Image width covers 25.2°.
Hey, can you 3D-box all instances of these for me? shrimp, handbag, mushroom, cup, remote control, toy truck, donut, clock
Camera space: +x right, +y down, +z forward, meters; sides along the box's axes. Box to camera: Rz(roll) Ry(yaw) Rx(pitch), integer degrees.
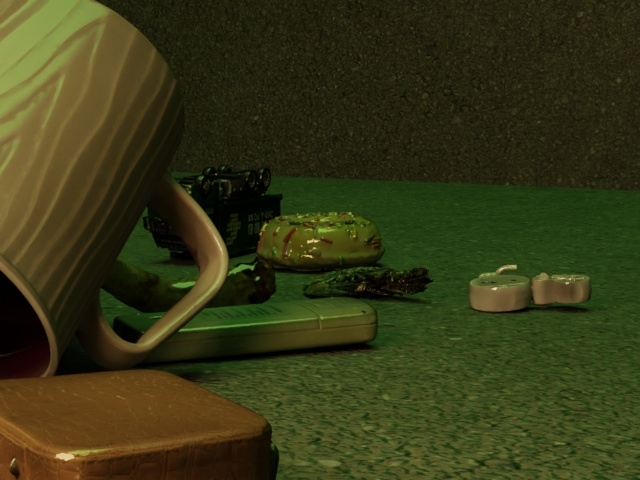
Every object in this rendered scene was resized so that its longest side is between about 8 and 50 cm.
[{"bbox_3d":[0.049,0.052,1.593,0.161,0.034,0.091,-3,15,38],"label":"shrimp"},{"bbox_3d":[-0.111,0.121,0.782,0.151,0.072,0.193,-4,6,-30],"label":"handbag"},{"bbox_3d":[-0.220,0.036,1.347,0.302,0.233,0.208,42,14,-8],"label":"mushroom"},{"bbox_3d":[-0.218,-0.032,1.105,0.288,0.208,0.273,19,49,9],"label":"cup"},{"bbox_3d":[-0.067,0.079,1.288,0.234,0.038,0.098,-3,7,-21],"label":"remote control"},{"bbox_3d":[-0.144,-0.040,1.973,0.088,0.121,0.259,4,7,25],"label":"toy truck"},{"bbox_3d":[0.000,0.000,1.864,0.175,0.068,0.174,1,7,0],"label":"donut"},{"bbox_3d":[0.224,0.052,1.535,0.129,0.041,0.087,-4,10,4],"label":"clock"}]
